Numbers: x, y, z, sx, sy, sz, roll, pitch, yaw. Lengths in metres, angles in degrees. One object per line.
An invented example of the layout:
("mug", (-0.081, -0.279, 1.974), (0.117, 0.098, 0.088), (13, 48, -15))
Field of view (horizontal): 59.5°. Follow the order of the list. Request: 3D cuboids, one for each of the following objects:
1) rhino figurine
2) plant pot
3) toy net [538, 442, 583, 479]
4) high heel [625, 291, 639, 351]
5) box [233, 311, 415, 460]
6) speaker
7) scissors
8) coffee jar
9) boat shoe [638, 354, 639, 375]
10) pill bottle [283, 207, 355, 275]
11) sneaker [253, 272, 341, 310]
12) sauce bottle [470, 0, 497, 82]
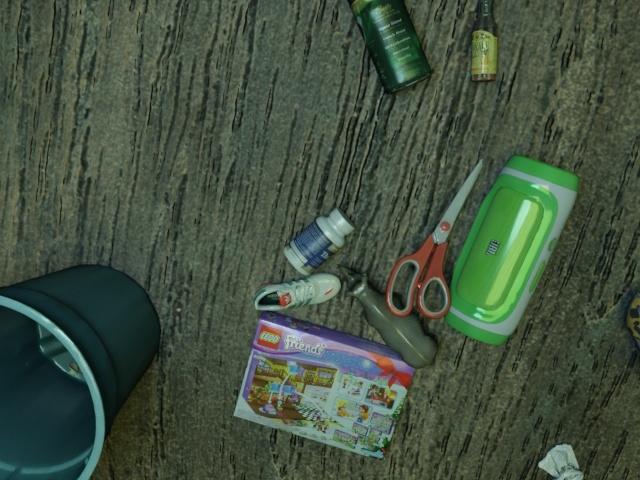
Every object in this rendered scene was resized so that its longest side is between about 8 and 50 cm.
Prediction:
("rhino figurine", (0.114, 0.125, 0.969), (0.073, 0.106, 0.243), (-43, 95, 11))
("plant pot", (-0.444, 0.199, 0.918), (0.341, 0.334, 0.341), (1, 101, 4))
("toy net", (0.456, 0.496, 1.046), (0.122, 0.045, 0.232), (8, 102, 4))
("high heel", (0.656, 0.134, 0.926), (0.261, 0.093, 0.186), (-24, 105, 18))
("box", (0.006, 0.266, 1.033), (0.293, 0.057, 0.200), (17, 103, 2))
("speaker", (0.308, 0.016, 0.920), (0.131, 0.131, 0.296), (20, 102, 1))
("scissors", (0.190, -0.011, 0.931), (0.109, 0.021, 0.297), (16, 83, 2))
("coffee jar", (0.106, -0.329, 0.882), (0.079, 0.096, 0.184), (-24, 99, 6))
("boat shoe", (0.624, 0.227, 0.891), (0.207, 0.073, 0.073), (1, 124, 23))
("pill bottle", (0.000, 0.000, 0.974), (0.120, 0.067, 0.067), (-41, 95, 12))
("sneaker", (-0.043, 0.098, 0.993), (0.161, 0.075, 0.057), (-9, 101, 7))
("sauce bottle", (0.263, -0.321, 0.899), (0.042, 0.042, 0.128), (-2, 100, 5))
